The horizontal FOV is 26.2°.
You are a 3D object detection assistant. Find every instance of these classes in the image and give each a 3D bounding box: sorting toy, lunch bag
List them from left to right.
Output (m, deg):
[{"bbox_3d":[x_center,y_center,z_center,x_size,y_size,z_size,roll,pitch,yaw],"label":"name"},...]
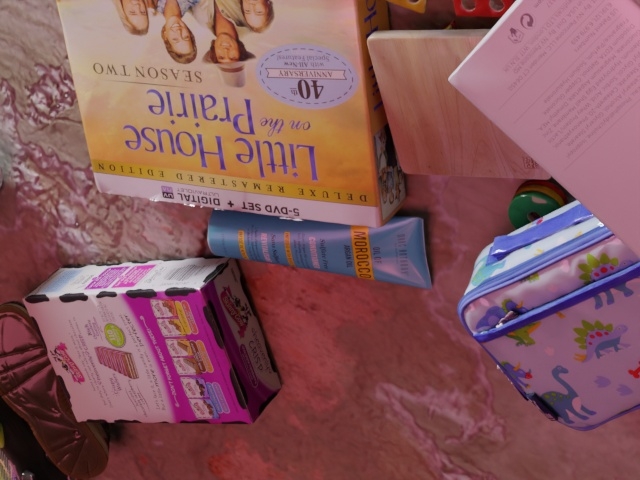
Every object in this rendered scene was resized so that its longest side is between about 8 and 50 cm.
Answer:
[{"bbox_3d":[0.116,-0.124,1.097,0.132,0.046,0.274,4,130,28],"label":"sorting toy"},{"bbox_3d":[0.231,0.050,1.103,0.219,0.090,0.176,-27,113,37],"label":"lunch bag"}]

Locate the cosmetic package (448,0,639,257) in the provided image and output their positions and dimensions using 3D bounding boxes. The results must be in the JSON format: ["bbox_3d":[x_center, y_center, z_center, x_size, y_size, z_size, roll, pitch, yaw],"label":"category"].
[{"bbox_3d":[0.242,-0.114,0.923,0.225,0.224,0.138,42,130,1],"label":"cosmetic package"}]

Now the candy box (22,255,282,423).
[{"bbox_3d":[-0.172,0.104,1.400,0.233,0.071,0.159,-4,116,31],"label":"candy box"}]

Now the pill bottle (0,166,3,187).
[{"bbox_3d":[-0.450,-0.094,1.401,0.229,0.131,0.131,39,130,4],"label":"pill bottle"}]

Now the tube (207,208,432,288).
[{"bbox_3d":[0.000,0.000,1.256,0.207,0.052,0.080,7,135,21],"label":"tube"}]

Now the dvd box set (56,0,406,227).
[{"bbox_3d":[-0.093,-0.222,1.159,0.308,0.062,0.420,9,122,26],"label":"dvd box set"}]

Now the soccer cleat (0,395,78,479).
[{"bbox_3d":[-0.382,0.205,1.574,0.121,0.093,0.289,-13,110,42],"label":"soccer cleat"}]

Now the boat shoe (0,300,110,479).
[{"bbox_3d":[-0.297,0.158,1.504,0.080,0.073,0.223,-23,110,11],"label":"boat shoe"}]
